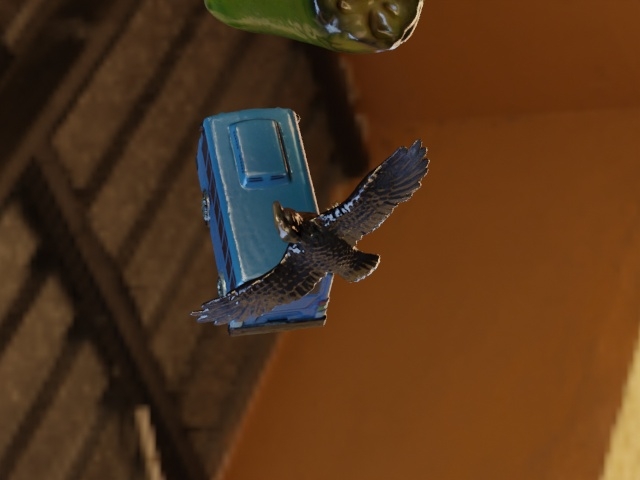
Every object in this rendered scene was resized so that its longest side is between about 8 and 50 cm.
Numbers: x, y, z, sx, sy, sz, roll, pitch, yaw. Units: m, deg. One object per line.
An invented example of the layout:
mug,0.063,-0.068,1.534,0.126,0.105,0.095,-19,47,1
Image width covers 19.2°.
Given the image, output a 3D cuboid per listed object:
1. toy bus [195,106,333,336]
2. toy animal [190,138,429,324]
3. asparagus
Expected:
toy bus,-0.049,-0.022,1.595,0.106,0.090,0.184,101,159,-57
toy animal,0.000,0.000,1.386,0.062,0.220,0.108,57,-165,16
asparagus,-0.014,-0.135,1.001,0.278,0.067,0.060,-154,62,-70
